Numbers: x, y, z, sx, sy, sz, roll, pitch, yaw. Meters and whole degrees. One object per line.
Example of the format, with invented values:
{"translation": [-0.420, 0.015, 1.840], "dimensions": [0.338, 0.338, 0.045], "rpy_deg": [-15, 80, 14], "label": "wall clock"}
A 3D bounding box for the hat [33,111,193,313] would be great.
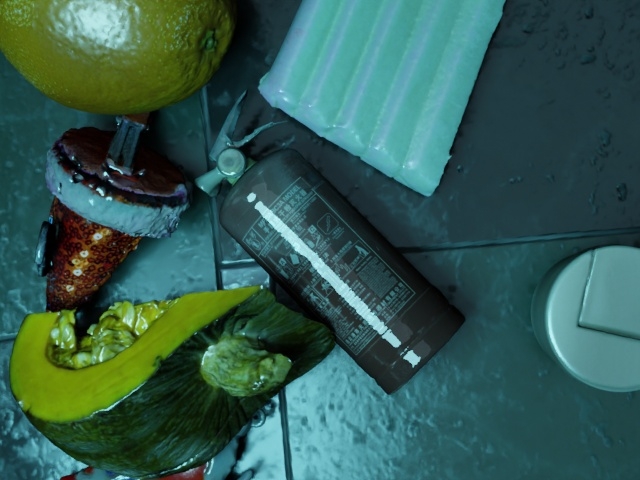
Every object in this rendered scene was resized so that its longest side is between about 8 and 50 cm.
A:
{"translation": [-0.201, 0.002, 1.117], "dimensions": [0.128, 0.140, 0.227], "rpy_deg": [13, 115, -31], "label": "hat"}

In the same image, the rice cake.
{"translation": [0.058, -0.168, 1.105], "dimensions": [0.189, 0.037, 0.198], "rpy_deg": [29, 85, -6], "label": "rice cake"}

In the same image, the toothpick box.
{"translation": [0.226, 0.060, 1.030], "dimensions": [0.111, 0.180, 0.111], "rpy_deg": [0, 88, 5], "label": "toothpick box"}

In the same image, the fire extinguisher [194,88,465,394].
{"translation": [0.000, 0.000, 1.094], "dimensions": [0.105, 0.105, 0.269], "rpy_deg": [-45, 85, 2], "label": "fire extinguisher"}

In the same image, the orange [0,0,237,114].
{"translation": [-0.169, -0.195, 1.069], "dimensions": [0.206, 0.206, 0.206], "rpy_deg": [0, 88, 5], "label": "orange"}

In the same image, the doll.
{"translation": [-0.133, 0.190, 1.120], "dimensions": [0.194, 0.062, 0.104], "rpy_deg": [-26, 54, 10], "label": "doll"}

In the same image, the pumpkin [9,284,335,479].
{"translation": [-0.122, 0.121, 1.041], "dimensions": [0.248, 0.131, 0.126], "rpy_deg": [-12, 49, 21], "label": "pumpkin"}
